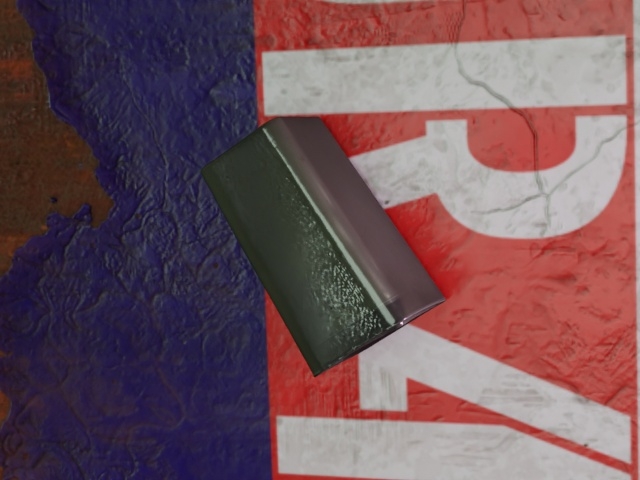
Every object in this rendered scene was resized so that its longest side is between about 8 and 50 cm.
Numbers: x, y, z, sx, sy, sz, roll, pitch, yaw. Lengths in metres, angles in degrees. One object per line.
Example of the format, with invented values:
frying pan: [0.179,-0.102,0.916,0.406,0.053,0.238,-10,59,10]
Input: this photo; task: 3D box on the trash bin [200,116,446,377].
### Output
trash bin: [0.000,0.000,1.394,0.122,0.164,0.240,-34,85,19]
